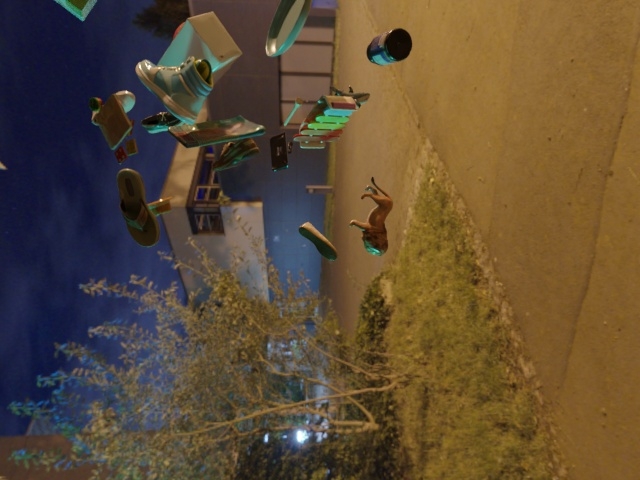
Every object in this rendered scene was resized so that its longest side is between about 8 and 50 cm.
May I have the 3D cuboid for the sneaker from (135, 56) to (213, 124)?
[{"bbox_3d":[-0.485,-0.569,1.382,0.208,0.319,0.127,-49,-16,14],"label":"sneaker"}]

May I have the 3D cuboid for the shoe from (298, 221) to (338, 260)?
[{"bbox_3d":[0.000,0.000,1.795,0.076,0.219,0.058,-50,-4,41],"label":"shoe"}]

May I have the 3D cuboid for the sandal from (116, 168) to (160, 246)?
[{"bbox_3d":[-0.696,-0.112,1.495,0.086,0.120,0.303,-89,-12,-70],"label":"sandal"}]

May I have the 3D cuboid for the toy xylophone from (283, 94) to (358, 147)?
[{"bbox_3d":[-0.008,-0.459,1.550,0.322,0.236,0.081,138,122,-69],"label":"toy xylophone"}]

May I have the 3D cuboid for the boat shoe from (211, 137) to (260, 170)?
[{"bbox_3d":[-0.461,-0.466,2.149,0.122,0.323,0.120,-33,-76,-56],"label":"boat shoe"}]

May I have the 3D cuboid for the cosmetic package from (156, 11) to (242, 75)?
[{"bbox_3d":[-0.516,-0.728,1.658,0.197,0.365,0.155,54,-135,-15],"label":"cosmetic package"}]

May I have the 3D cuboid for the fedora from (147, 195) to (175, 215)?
[{"bbox_3d":[-0.864,-0.180,2.172,0.194,0.194,0.079,-115,6,-78],"label":"fedora"}]

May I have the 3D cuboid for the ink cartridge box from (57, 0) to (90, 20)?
[{"bbox_3d":[-0.835,-0.819,1.261,0.093,0.219,0.160,-57,33,-2],"label":"ink cartridge box"}]

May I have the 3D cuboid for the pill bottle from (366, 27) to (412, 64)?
[{"bbox_3d":[0.277,-0.799,1.675,0.219,0.122,0.123,-137,45,-65],"label":"pill bottle"}]

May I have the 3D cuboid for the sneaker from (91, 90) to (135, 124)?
[{"bbox_3d":[-0.939,-0.587,1.825,0.090,0.232,0.115,50,-163,-39],"label":"sneaker"}]

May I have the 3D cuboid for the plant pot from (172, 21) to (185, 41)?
[{"bbox_3d":[-0.593,-0.910,1.972,0.243,0.274,0.275,-108,17,-50],"label":"plant pot"}]

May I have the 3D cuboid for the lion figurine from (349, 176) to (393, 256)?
[{"bbox_3d":[0.306,-0.128,2.182,0.142,0.240,0.392,-10,-58,-84],"label":"lion figurine"}]

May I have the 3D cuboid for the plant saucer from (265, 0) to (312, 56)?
[{"bbox_3d":[-0.112,-0.837,1.506,0.317,0.043,0.318,-32,49,48],"label":"plant saucer"}]

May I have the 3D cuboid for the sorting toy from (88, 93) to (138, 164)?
[{"bbox_3d":[-0.686,-0.394,1.367,0.046,0.132,0.275,-18,-103,-59],"label":"sorting toy"}]

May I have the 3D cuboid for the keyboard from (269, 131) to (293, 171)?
[{"bbox_3d":[-0.166,-0.390,1.754,0.023,0.108,0.180,39,-141,-60],"label":"keyboard"}]

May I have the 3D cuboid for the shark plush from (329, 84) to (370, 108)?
[{"bbox_3d":[0.117,-0.594,1.639,0.073,0.161,0.067,-32,-35,-75],"label":"shark plush"}]

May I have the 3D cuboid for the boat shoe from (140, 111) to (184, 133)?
[{"bbox_3d":[-0.738,-0.563,1.892,0.070,0.219,0.078,45,-148,-70],"label":"boat shoe"}]

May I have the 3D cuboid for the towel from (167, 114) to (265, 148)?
[{"bbox_3d":[-0.466,-0.494,1.804,0.271,0.370,0.040,37,136,44],"label":"towel"}]
